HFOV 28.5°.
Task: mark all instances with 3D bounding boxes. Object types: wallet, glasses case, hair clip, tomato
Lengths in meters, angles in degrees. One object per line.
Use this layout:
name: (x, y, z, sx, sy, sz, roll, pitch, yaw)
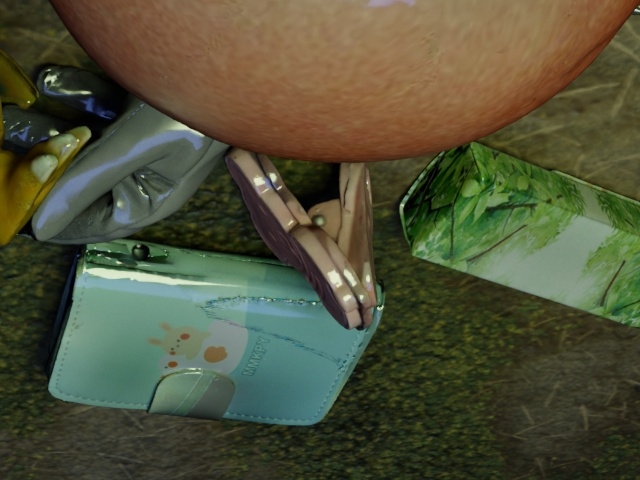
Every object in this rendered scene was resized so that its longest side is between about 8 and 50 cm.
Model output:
wallet: (-0.092, 0.077, 1.047, 0.250, 0.075, 0.176, 9, 135, -18)
glasses case: (0.201, -0.001, 1.012, 0.272, 0.062, 0.095, 18, 129, -29)
hair clip: (-0.011, 0.002, 0.923, 0.102, 0.138, 0.123, -8, 149, 8)
tomato: (0.015, -0.183, 0.553, 0.321, 0.322, 0.322, -5, 141, -4)

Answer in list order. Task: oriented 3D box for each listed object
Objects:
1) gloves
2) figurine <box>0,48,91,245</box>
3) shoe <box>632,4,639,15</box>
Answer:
gloves: (-0.107, -0.078, 0.817, 0.285, 0.142, 0.119, -24, 111, 20)
figurine: (-0.339, -0.071, 0.593, 0.387, 0.401, 0.268, 40, 152, -11)
shoe: (0.309, -0.198, 0.746, 0.292, 0.109, 0.149, 2, 146, -5)
